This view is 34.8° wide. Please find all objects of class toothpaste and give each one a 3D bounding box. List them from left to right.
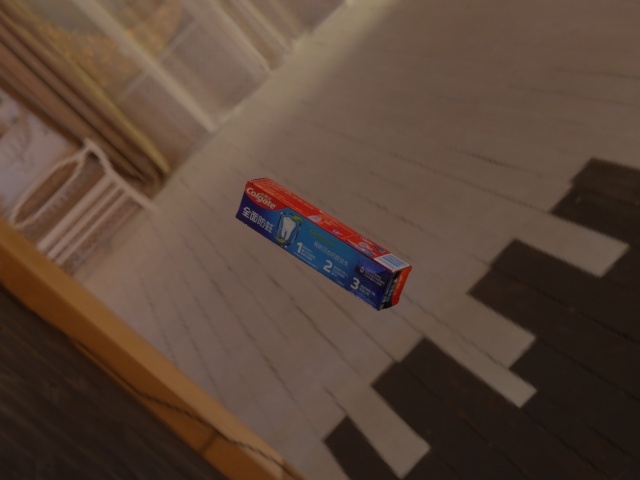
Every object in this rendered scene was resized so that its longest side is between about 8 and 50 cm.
[{"bbox_3d":[0.000,0.001,1.687,0.066,0.320,0.076,-14,-49,-52],"label":"toothpaste"}]
